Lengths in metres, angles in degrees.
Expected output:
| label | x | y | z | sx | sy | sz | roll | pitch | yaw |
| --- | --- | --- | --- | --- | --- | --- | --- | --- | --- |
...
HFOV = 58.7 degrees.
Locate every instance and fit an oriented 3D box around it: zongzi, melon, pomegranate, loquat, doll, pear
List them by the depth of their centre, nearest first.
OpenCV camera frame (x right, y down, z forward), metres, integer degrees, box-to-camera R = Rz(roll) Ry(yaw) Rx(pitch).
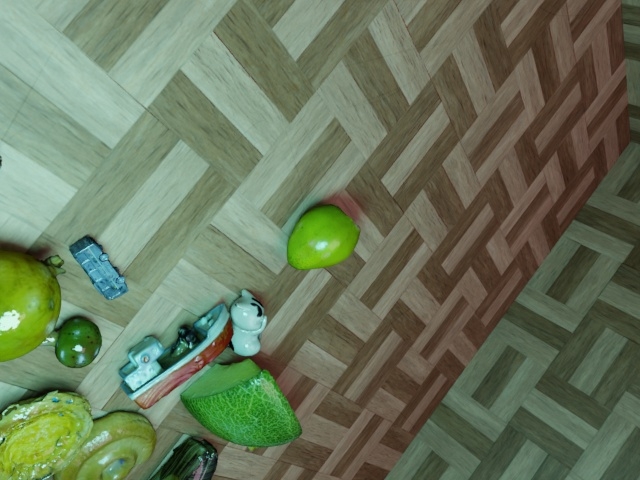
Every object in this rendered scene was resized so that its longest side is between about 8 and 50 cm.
| label | x | y | z | sx | sy | sz | roll | pitch | yaw |
| --- | --- | --- | --- | --- | --- | --- | --- | --- | --- |
| loquat | -0.595 | 0.110 | 1.086 | 0.246 | 0.214 | 0.213 | -46 | 141 | -30 |
| pomegranate | -0.561 | 0.225 | 1.268 | 0.142 | 0.114 | 0.114 | 15 | 106 | -25 |
| doll | -0.211 | 0.242 | 1.632 | 0.107 | 0.110 | 0.180 | 10 | 116 | -7 |
| pear | 0.000 | 0.000 | 1.639 | 0.220 | 0.187 | 0.187 | -43 | 141 | 5 |
| zongzi | -0.477 | 0.729 | 1.668 | 0.318 | 0.154 | 0.289 | 11 | 100 | -43 |
| melon | -0.192 | 0.501 | 1.679 | 0.331 | 0.226 | 0.343 | -27 | 113 | 19 |

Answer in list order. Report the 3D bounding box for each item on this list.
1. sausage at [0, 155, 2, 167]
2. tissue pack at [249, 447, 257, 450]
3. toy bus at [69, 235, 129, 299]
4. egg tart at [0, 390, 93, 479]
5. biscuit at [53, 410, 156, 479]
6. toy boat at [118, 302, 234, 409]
| label | x | y | z | sx | sy | sz | roll | pitch | yaw |
| --- | --- | --- | --- | --- | --- | --- | --- | --- | --- |
| sausage | -0.628 | -0.128 | 0.982 | 0.141 | 0.076 | 0.076 | -26 | 132 | -30 |
| tissue pack | -0.209 | 0.587 | 1.876 | 0.062 | 0.095 | 0.175 | -1 | 115 | -47 |
| toy bus | -0.492 | 0.064 | 1.272 | 0.065 | 0.047 | 0.165 | -35 | 135 | -18 |
| egg tart | -0.667 | 0.444 | 1.308 | 0.291 | 0.107 | 0.290 | -31 | 139 | -31 |
| biscuit | -0.567 | 0.562 | 1.497 | 0.274 | 0.091 | 0.213 | -30 | 136 | -26 |
| toy boat | -0.371 | 0.278 | 1.479 | 0.332 | 0.145 | 0.133 | -36 | 109 | -24 |
